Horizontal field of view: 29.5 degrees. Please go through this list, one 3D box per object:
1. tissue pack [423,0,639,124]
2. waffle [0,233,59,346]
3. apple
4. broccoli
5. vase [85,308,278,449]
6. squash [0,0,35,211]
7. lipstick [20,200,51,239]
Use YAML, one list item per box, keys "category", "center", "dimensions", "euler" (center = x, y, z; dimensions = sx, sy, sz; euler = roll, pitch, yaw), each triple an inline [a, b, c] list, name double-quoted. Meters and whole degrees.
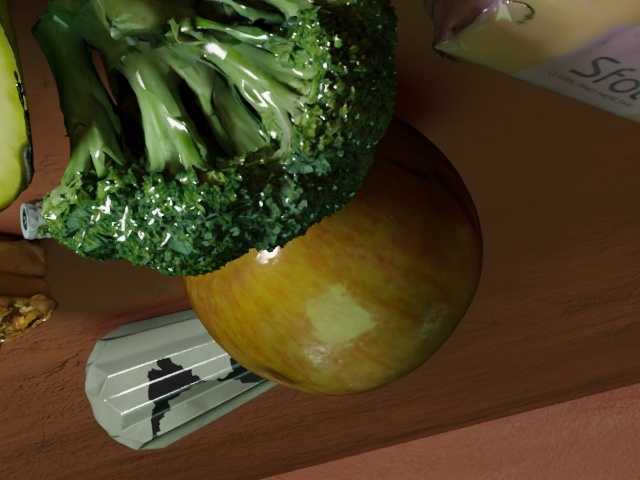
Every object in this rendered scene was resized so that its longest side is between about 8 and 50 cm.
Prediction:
- category: "tissue pack"
  center: [0.230, -0.180, 0.859]
  dimensions: [0.256, 0.123, 0.215]
  euler: [15, 151, -35]
- category: "waffle"
  center: [-0.437, 0.053, 1.183]
  dimensions: [0.213, 0.091, 0.308]
  euler: [-28, 154, 38]
- category: "apple"
  center: [0.000, 0.000, 1.047]
  dimensions: [0.264, 0.264, 0.264]
  euler: [-9, 160, -4]
- category: "broccoli"
  center: [-0.071, -0.100, 0.824]
  dimensions: [0.241, 0.261, 0.269]
  euler: [41, 134, -15]
- category: "vase"
  center: [-0.110, 0.139, 1.505]
  dimensions: [0.360, 0.165, 0.165]
  euler: [-22, 157, 17]
- category: "squash"
  center: [-0.265, -0.114, 0.744]
  dimensions: [0.237, 0.155, 0.204]
  euler: [-21, 159, 34]
- category: "lipstick"
  center: [-0.228, -0.023, 1.170]
  dimensions: [0.116, 0.037, 0.037]
  euler: [-4, 159, -26]
